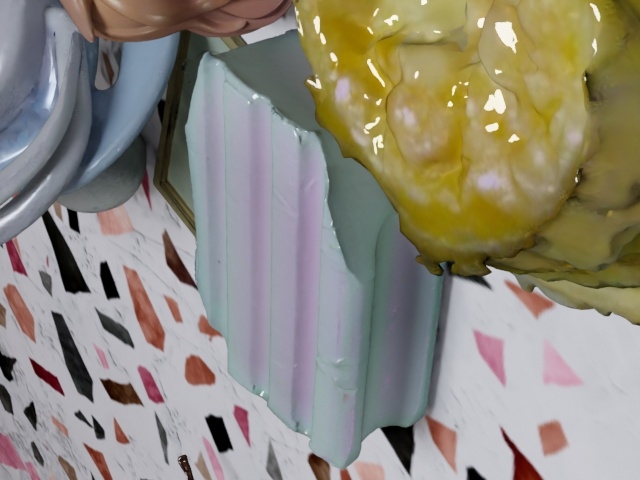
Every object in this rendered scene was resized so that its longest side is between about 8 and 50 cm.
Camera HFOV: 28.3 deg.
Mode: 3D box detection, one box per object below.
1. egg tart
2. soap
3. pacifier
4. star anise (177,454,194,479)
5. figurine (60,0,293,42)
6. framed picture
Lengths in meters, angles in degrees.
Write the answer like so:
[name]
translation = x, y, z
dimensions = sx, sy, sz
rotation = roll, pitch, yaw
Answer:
[egg tart]
translation = 0.076, -0.093, 0.522
dimensions = 0.315, 0.120, 0.315
rotation = 36, 138, 41
[soap]
translation = 0.000, 0.000, 0.740
dimensions = 0.145, 0.091, 0.231
rotation = 37, 139, 35
[pacifier]
translation = -0.207, -0.080, 0.910
dimensions = 0.299, 0.233, 0.244
rotation = -14, 65, 22
[star anise]
translation = -0.059, 0.256, 1.041
dimensions = 0.191, 0.070, 0.097
rotation = 59, 152, 16
[figurine]
translation = -0.068, -0.156, 0.693
dimensions = 0.114, 0.157, 0.126
rotation = 33, 137, 11
[framed picture]
translation = -0.068, -0.061, 0.884
dimensions = 0.136, 0.010, 0.201
rotation = 50, 147, 25
